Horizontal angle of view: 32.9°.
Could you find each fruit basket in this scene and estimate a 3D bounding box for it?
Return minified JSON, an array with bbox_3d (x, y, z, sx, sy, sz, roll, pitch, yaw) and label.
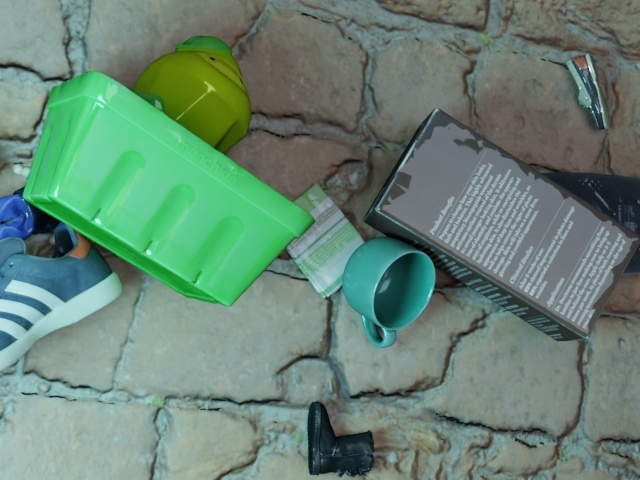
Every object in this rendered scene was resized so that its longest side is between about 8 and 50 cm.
[{"bbox_3d":[-0.189,-0.138,1.519,0.392,0.283,0.391,-1,92,-28],"label":"fruit basket"}]

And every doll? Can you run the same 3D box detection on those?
[{"bbox_3d":[-0.414,-0.048,1.550,0.189,0.046,0.129,-24,107,-21],"label":"doll"}]

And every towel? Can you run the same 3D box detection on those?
[{"bbox_3d":[0.000,0.000,1.698,0.113,0.023,0.152,-39,93,-21],"label":"towel"}]

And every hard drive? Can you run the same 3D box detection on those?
[{"bbox_3d":[0.452,-0.025,1.827,0.255,0.054,0.171,2,82,-17],"label":"hard drive"}]

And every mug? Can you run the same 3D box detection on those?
[{"bbox_3d":[0.090,0.071,1.665,0.129,0.097,0.157,38,84,-44],"label":"mug"}]

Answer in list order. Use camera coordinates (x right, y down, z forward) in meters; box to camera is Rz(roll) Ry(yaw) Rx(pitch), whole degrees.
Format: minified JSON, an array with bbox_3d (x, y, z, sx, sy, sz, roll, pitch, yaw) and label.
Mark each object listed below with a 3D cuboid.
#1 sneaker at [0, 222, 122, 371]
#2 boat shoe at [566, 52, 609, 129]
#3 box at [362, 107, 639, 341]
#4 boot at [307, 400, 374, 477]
[{"bbox_3d":[-0.433,0.087,1.447,0.350,0.131,0.148,-36,101,-46],"label":"sneaker"},{"bbox_3d":[0.463,-0.253,1.869,0.043,0.049,0.137,-17,91,23],"label":"boat shoe"},{"bbox_3d":[0.279,-0.017,1.691,0.381,0.143,0.191,33,80,-3],"label":"box"},{"bbox_3d":[0.032,0.303,1.652,0.099,0.045,0.121,0,90,-16],"label":"boot"}]
